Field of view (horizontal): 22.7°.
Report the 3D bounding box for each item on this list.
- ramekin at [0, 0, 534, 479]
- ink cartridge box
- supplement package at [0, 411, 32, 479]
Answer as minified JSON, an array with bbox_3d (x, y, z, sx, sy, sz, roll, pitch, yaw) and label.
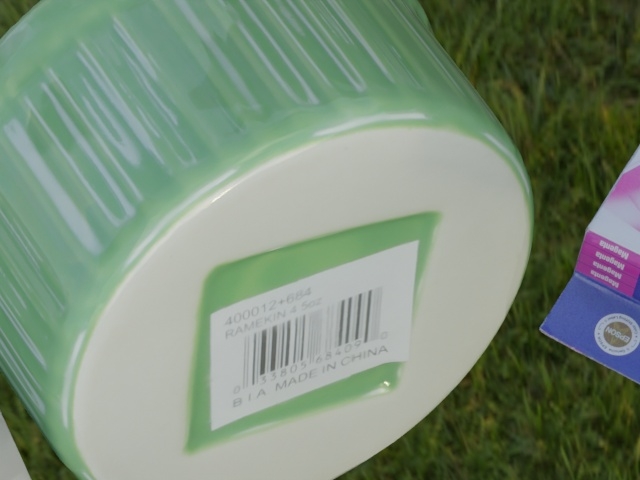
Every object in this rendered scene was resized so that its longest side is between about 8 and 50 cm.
[{"bbox_3d":[-0.037,0.002,0.822,0.303,0.303,0.148,-35,52,-3],"label":"ramekin"},{"bbox_3d":[0.426,0.017,1.502,0.324,0.071,0.330,27,67,19],"label":"ink cartridge box"},{"bbox_3d":[-0.362,0.123,1.016,0.263,0.198,0.199,27,61,21],"label":"supplement package"}]
